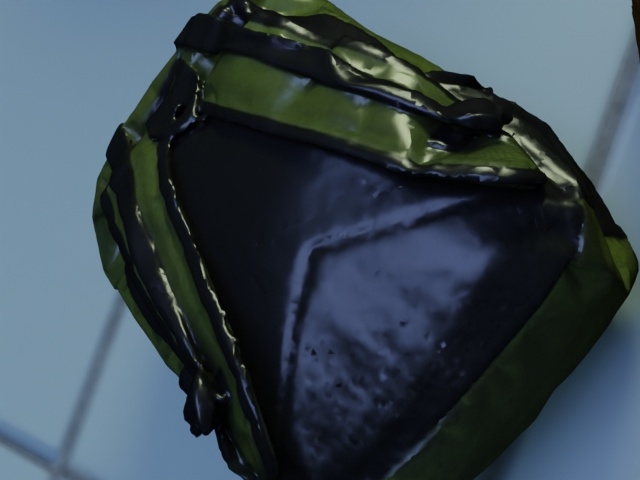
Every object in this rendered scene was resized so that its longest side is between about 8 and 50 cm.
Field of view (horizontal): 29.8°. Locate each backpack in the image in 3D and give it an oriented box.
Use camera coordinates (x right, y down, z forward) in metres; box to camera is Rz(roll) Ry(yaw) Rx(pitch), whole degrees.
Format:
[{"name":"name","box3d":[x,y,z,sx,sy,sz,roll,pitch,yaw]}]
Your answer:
[{"name":"backpack","box3d":[0.000,0.000,0.550,0.253,0.140,0.207,43,98,30]}]

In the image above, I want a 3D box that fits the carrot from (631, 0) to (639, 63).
[{"name":"carrot","box3d":[0.165,-0.029,0.496,0.070,0.070,0.260,-7,73,32]}]
